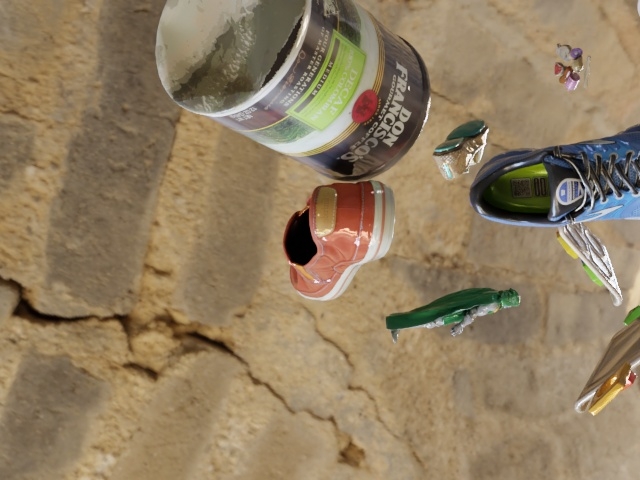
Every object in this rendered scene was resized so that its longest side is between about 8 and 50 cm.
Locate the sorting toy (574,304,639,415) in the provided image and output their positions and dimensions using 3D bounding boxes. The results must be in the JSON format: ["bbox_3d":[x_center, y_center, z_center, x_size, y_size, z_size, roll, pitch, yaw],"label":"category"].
[{"bbox_3d":[0.455,0.155,1.200,0.347,0.047,0.196,-39,-15,-45],"label":"sorting toy"}]

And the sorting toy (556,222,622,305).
[{"bbox_3d":[0.491,0.006,1.590,0.208,0.038,0.193,49,-156,-17],"label":"sorting toy"}]

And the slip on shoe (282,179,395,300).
[{"bbox_3d":[0.000,0.000,1.050,0.101,0.331,0.123,5,-104,-11],"label":"slip on shoe"}]

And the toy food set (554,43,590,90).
[{"bbox_3d":[0.442,-0.308,1.506,0.019,0.122,0.078,-2,-71,-10],"label":"toy food set"}]

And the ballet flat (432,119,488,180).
[{"bbox_3d":[0.248,-0.155,1.476,0.206,0.073,0.067,-38,-63,-53],"label":"ballet flat"}]

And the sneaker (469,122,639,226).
[{"bbox_3d":[0.340,-0.067,1.047,0.147,0.330,0.130,-30,-73,-60],"label":"sneaker"}]

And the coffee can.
[{"bbox_3d":[-0.023,-0.198,0.975,0.275,0.201,0.202,19,-91,-54],"label":"coffee can"}]

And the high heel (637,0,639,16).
[{"bbox_3d":[0.398,-0.240,0.785,0.186,0.093,0.261,-38,-24,8],"label":"high heel"}]

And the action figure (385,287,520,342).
[{"bbox_3d":[0.236,0.126,1.486,0.137,0.232,0.064,-51,-55,-76],"label":"action figure"}]
